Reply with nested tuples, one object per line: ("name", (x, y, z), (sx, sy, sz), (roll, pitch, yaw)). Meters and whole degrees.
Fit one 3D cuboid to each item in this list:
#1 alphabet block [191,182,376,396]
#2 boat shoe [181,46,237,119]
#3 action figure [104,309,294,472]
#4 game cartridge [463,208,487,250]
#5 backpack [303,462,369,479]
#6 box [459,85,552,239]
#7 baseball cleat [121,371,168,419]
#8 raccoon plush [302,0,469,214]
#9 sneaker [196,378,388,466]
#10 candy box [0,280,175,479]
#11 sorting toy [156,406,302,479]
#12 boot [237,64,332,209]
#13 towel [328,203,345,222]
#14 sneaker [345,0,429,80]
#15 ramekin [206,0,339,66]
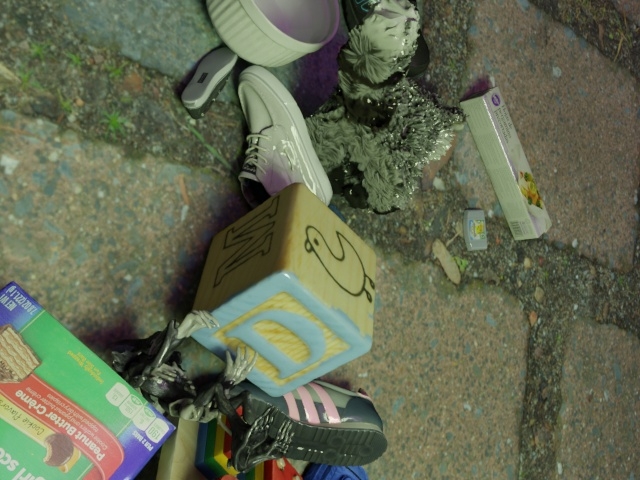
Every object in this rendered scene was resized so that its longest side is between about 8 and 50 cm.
("alphabet block", (-0.049, 0.072, 1.091), (0.192, 0.193, 0.197), (44, 32, -28))
("boat shoe", (-0.169, -0.244, 1.168), (0.040, 0.049, 0.142), (79, 33, -50))
("action figure", (-0.150, 0.171, 0.965), (0.141, 0.276, 0.164), (-54, 148, -8))
("game cartridge", (0.311, -0.021, 1.532), (0.056, 0.017, 0.083), (-4, 88, -34))
("backpack", (0.027, 0.406, 1.216), (0.098, 0.101, 0.120), (53, 52, -28))
("box", (0.386, -0.155, 1.572), (0.063, 0.067, 0.323), (-35, 106, -36))
("baseball cleat", (-0.260, 0.279, 1.023), (0.109, 0.072, 0.205), (35, 66, -30))
("raccoon plush", (0.158, -0.232, 1.210), (0.216, 0.446, 0.299), (43, 59, 4))
("sneaker", (-0.052, 0.260, 1.184), (0.319, 0.112, 0.131), (20, 29, -22))
("candy box", (-0.376, 0.251, 0.862), (0.268, 0.122, 0.317), (43, 60, -5))
("sorting toy", (-0.105, 0.360, 1.011), (0.257, 0.089, 0.255), (57, 15, -29))
("boot", (-0.082, -0.137, 1.188), (0.123, 0.095, 0.258), (-39, 107, -35))
("towel", (0.000, 0.000, 1.268), (0.119, 0.029, 0.067), (-64, 150, -20))
("sneaker", (0.112, -0.438, 1.341), (0.125, 0.140, 0.340), (-49, 116, -34))
("ramekin", (-0.080, -0.370, 1.182), (0.207, 0.109, 0.207), (20, 60, -38))
